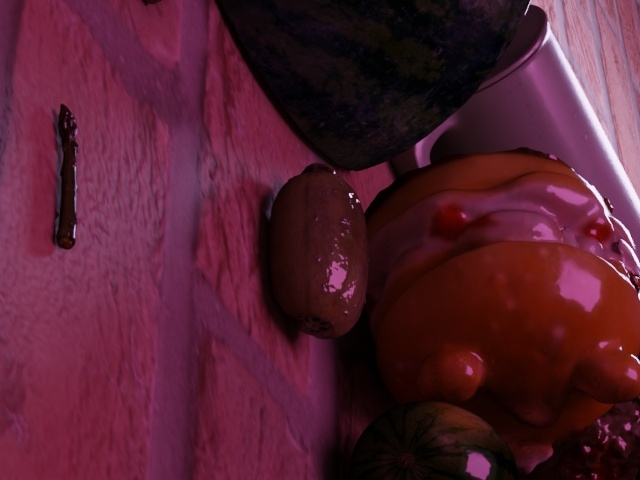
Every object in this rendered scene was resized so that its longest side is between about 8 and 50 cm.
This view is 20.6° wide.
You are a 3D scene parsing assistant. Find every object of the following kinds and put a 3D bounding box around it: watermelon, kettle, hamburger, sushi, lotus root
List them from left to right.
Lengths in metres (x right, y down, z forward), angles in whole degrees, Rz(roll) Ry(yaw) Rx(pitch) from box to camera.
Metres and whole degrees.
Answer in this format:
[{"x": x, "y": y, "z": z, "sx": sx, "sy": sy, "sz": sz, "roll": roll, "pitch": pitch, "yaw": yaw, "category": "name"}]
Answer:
[{"x": 0.001, "y": 0.000, "z": 1.492, "sx": 0.090, "sy": 0.077, "sz": 0.183, "roll": 54, "pitch": 26, "yaw": -40, "category": "lotus root"}, {"x": 0.003, "y": -0.215, "z": 1.669, "sx": 0.283, "sy": 0.292, "sz": 0.250, "roll": 24, "pitch": 89, "yaw": -34, "category": "watermelon"}, {"x": 0.102, "y": 0.208, "z": 1.467, "sx": 0.187, "sy": 0.140, "sz": 0.141, "roll": 40, "pitch": 36, "yaw": -55, "category": "watermelon"}, {"x": 0.213, "y": -0.074, "z": 2.028, "sx": 0.318, "sy": 0.265, "sz": 0.205, "roll": 61, "pitch": -11, "yaw": -26, "category": "kettle"}, {"x": 0.171, "y": 0.078, "z": 1.595, "sx": 0.276, "sy": 0.276, "sz": 0.237, "roll": 53, "pitch": 17, "yaw": -41, "category": "hamburger"}, {"x": 0.274, "y": 0.168, "z": 1.853, "sx": 0.225, "sy": 0.238, "sz": 0.219, "roll": 39, "pitch": 37, "yaw": -29, "category": "sushi"}]

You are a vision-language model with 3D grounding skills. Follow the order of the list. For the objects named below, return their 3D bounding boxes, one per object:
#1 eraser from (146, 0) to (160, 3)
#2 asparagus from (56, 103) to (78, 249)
[{"x": -0.126, "y": -0.345, "z": 1.466, "sx": 0.210, "sy": 0.092, "sz": 0.274, "roll": 61, "pitch": 23, "yaw": -27, "category": "eraser"}, {"x": -0.168, "y": -0.043, "z": 1.171, "sx": 0.015, "sy": 0.014, "sz": 0.114, "roll": 73, "pitch": 9, "yaw": -53, "category": "asparagus"}]
